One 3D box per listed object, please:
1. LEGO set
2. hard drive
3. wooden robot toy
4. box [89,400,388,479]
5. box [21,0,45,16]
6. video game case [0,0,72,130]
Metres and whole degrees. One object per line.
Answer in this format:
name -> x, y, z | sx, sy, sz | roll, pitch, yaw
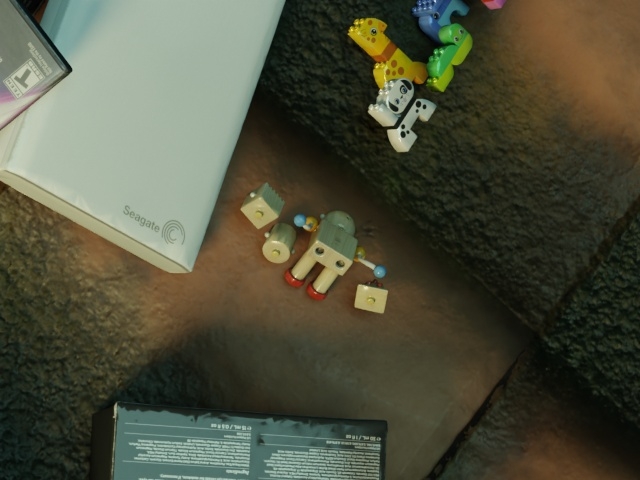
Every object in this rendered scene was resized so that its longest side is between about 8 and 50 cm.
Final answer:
LEGO set -> 0.090, -0.204, 1.941 | 0.093, 0.087, 0.227 | 41, 70, -24
hard drive -> -0.155, -0.176, 1.830 | 0.233, 0.047, 0.353 | 31, 71, -40
wooden robot toy -> 0.000, 0.000, 1.904 | 0.173, 0.076, 0.079 | 33, 37, -11
box -> -0.077, 0.251, 1.802 | 0.261, 0.103, 0.184 | 6, 76, -18
box -> -0.334, -0.313, 1.805 | 0.207, 0.108, 0.153 | 18, 76, -15
video game case -> -0.379, -0.141, 1.723 | 0.274, 0.026, 0.196 | -38, 86, 9
